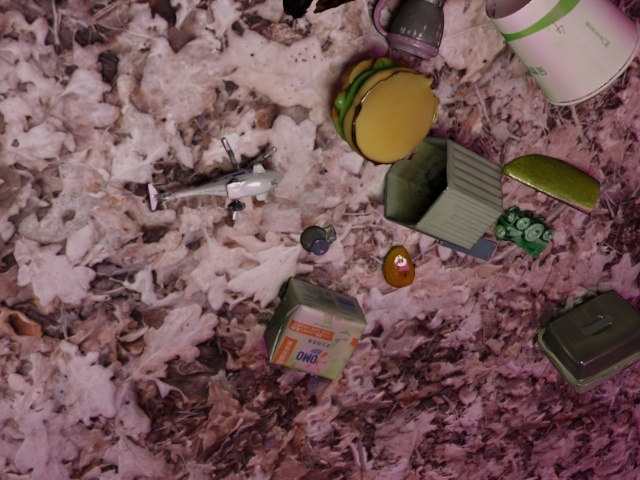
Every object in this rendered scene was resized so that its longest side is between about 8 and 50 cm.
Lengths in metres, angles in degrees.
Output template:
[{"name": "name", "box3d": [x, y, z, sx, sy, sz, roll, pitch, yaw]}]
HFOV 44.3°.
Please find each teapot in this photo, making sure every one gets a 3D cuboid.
[{"name": "teapot", "box3d": [0.195, -0.464, 1.645, 0.116, 0.148, 0.146, -2, 114, -64]}, {"name": "teapot", "box3d": [0.000, 0.000, 1.849, 0.088, 0.057, 0.066, -31, 127, -3]}]

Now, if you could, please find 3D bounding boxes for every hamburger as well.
[{"name": "hamburger", "box3d": [0.125, -0.289, 1.677, 0.237, 0.149, 0.237, -17, 130, -21]}]

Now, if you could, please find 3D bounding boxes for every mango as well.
[{"name": "mango", "box3d": [0.197, 0.068, 1.974, 0.080, 0.060, 0.114, -2, 122, -7]}]

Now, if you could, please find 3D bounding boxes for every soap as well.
[{"name": "soap", "box3d": [-0.015, 0.217, 1.910, 0.199, 0.138, 0.182, 19, 111, -22]}]

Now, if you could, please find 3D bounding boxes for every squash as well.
[{"name": "squash", "box3d": [0.589, -0.169, 2.031, 0.252, 0.169, 0.093, 26, 106, 2]}]

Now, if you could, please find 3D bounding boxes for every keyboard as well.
[{"name": "keyboard", "box3d": [0.385, 0.009, 2.049, 0.176, 0.014, 0.055, 16, 110, -31]}]

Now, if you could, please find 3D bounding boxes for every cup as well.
[{"name": "cup", "box3d": [0.509, -0.465, 1.696, 0.274, 0.253, 0.253, 35, 101, -26]}]

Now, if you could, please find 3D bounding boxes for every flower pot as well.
[{"name": "flower pot", "box3d": [0.281, -0.111, 1.802, 0.189, 0.209, 0.239, 20, 120, -31]}]

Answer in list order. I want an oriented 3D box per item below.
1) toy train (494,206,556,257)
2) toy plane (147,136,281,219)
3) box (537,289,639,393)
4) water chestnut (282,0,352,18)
[{"name": "toy train", "box3d": [0.534, -0.024, 2.065, 0.178, 0.071, 0.105, 18, 121, -32]}, {"name": "toy plane", "box3d": [-0.219, -0.119, 1.655, 0.273, 0.107, 0.182, 4, 112, -21]}, {"name": "box", "box3d": [0.797, 0.289, 2.275, 0.290, 0.221, 0.166, -27, 138, -8]}, {"name": "water chestnut", "box3d": [0.006, -0.544, 1.401, 0.289, 0.289, 0.245, 28, 76, -34]}]
